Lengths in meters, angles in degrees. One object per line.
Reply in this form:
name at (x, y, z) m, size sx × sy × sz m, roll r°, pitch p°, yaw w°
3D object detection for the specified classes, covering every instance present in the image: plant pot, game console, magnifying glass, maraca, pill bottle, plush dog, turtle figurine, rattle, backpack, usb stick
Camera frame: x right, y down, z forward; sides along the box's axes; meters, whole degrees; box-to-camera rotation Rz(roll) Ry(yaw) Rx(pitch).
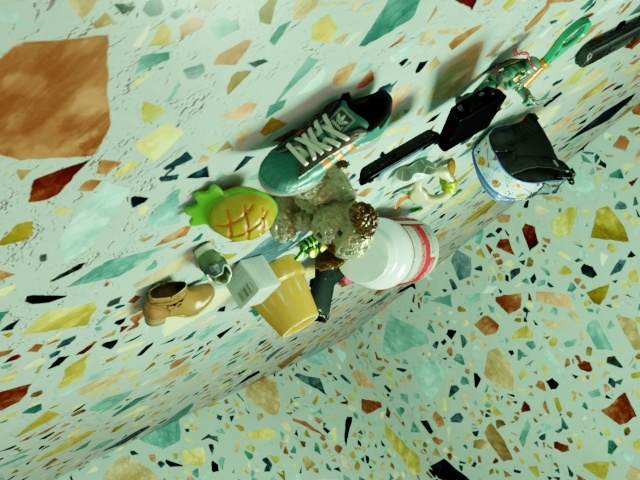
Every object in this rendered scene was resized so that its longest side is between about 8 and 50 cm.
plant pot at (-0.107, 0.175, 1.962) m, size 0.205 × 0.188 × 0.205 m, roll -32°, pitch 165°, yaw -9°
game console at (0.243, -0.218, 1.488) m, size 0.361 × 0.044 × 0.213 m, roll -30°, pitch 170°, yaw -3°
magnifying glass at (0.602, -0.480, 1.715) m, size 0.092 × 0.026 × 0.231 m, roll -18°, pitch 160°, yaw -46°
maraca at (-0.170, -0.056, 1.286) m, size 0.186 × 0.099 × 0.127 m, roll 12°, pitch 127°, yaw -36°
pill bottle at (0.216, 0.038, 2.137) m, size 0.229 × 0.229 × 0.408 m, roll -40°, pitch 164°, yaw 23°
plush dog at (0.028, -0.057, 1.432) m, size 0.211 × 0.225 × 0.262 m, roll -25°, pitch 163°, yaw -32°
turtle figurine at (0.441, -0.363, 1.560) m, size 0.175 × 0.118 × 0.234 m, roll 11°, pitch 154°, yaw -44°
rattle at (0.316, -0.181, 2.048) m, size 0.200 × 0.142 × 0.130 m, roll -24°, pitch 138°, yaw 26°
backpack at (0.598, -0.242, 2.060) m, size 0.264 × 0.276 × 0.213 m, roll -5°, pitch 149°, yaw -36°
usb stick at (0.839, -0.569, 1.898) m, size 0.278 × 0.045 × 0.077 m, roll -28°, pitch 157°, yaw -20°

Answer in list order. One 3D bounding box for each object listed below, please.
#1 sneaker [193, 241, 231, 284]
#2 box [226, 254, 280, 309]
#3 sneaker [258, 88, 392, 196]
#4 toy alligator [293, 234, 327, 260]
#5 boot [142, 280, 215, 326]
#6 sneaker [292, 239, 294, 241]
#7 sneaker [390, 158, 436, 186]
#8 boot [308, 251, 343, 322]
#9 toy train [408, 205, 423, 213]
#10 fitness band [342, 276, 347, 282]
sneaker at (-0.242, 0.071, 1.539) m, size 0.064 × 0.086 × 0.192 m, roll -32°, pitch 166°, yaw -7°
box at (-0.183, 0.110, 1.763) m, size 0.087 × 0.102 × 0.101 m, roll -13°, pitch 154°, yaw -49°
sneaker at (0.012, -0.193, 1.224) m, size 0.302 × 0.108 × 0.121 m, roll -36°, pitch 167°, yaw -27°
toy alligator at (0.000, 0.000, 1.913) m, size 0.190 × 0.056 × 0.051 m, roll -27°, pitch 123°, yaw -24°
boot at (-0.329, 0.131, 1.584) m, size 0.197 × 0.073 × 0.152 m, roll -28°, pitch 161°, yaw -30°
sneaker at (-0.063, -0.047, 1.617) m, size 0.073 × 0.063 × 0.162 m, roll -46°, pitch 180°, yaw -5°
sneaker at (0.258, -0.189, 1.870) m, size 0.152 × 0.053 × 0.061 m, roll -18°, pitch 169°, yaw -30°
boot at (0.010, 0.163, 2.147) m, size 0.246 × 0.094 × 0.207 m, roll 61°, pitch 41°, yaw -71°
toy train at (0.338, -0.108, 2.352) m, size 0.024 × 0.017 × 0.083 m, roll -32°, pitch 170°, yaw 37°
fitness band at (0.166, 0.088, 2.537) m, size 0.209 × 0.054 × 0.291 m, roll -34°, pitch 167°, yaw 0°
